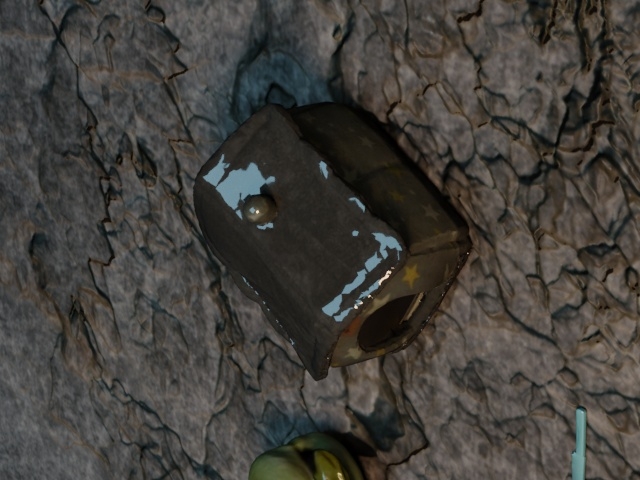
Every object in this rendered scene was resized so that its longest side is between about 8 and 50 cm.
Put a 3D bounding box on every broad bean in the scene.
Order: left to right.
[{"bbox_3d":[-0.006,0.291,1.711,0.169,0.100,0.228,46,144,35],"label":"broad bean"}]

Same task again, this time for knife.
[{"bbox_3d":[0.219,0.184,1.506,0.014,0.005,0.091,14,114,40],"label":"knife"}]

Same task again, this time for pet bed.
[{"bbox_3d":[0.000,0.000,1.552,0.211,0.159,0.183,51,133,21],"label":"pet bed"}]
